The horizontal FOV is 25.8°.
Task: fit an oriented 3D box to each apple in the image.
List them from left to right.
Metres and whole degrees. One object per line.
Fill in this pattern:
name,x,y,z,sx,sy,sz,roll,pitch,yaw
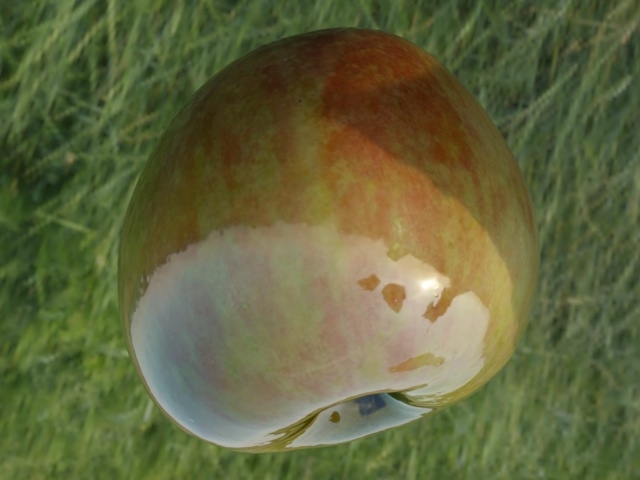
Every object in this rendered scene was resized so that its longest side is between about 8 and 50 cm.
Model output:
apple,0.000,0.000,0.845,0.257,0.234,0.257,-12,166,-3
